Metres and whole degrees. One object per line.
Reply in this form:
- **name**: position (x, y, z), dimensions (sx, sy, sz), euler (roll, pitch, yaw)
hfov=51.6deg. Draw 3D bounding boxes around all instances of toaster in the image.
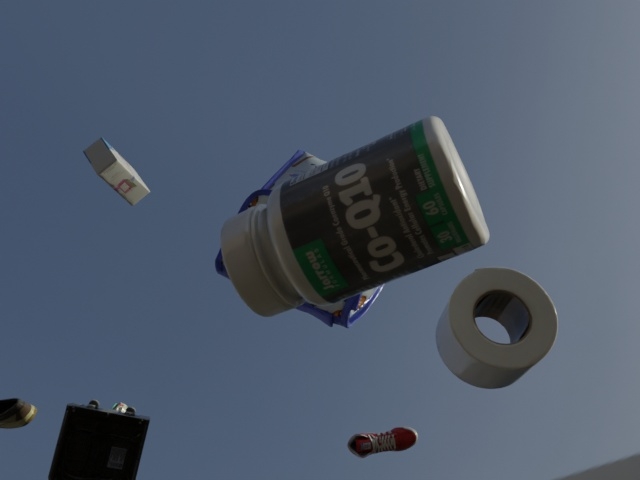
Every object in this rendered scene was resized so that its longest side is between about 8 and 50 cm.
- **toaster**: position (-0.441, 0.425, 1.334), dimensions (0.168, 0.110, 0.185), euler (13, -98, -9)

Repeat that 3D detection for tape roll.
- **tape roll**: position (0.401, 0.205, 1.534), dimensions (0.246, 0.246, 0.169), euler (-6, -27, -4)

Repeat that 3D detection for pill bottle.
- **pill bottle**: position (0.047, -0.023, 0.992), dimensions (0.361, 0.204, 0.204), euler (-23, -61, 18)

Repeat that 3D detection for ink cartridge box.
- **ink cartridge box**: position (-0.415, -0.139, 1.352), dimensions (0.052, 0.088, 0.122), euler (-39, -35, -4)

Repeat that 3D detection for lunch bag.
- **lunch bag**: position (0.000, 0.000, 1.465), dimensions (0.328, 0.385, 0.238), euler (22, -46, 18)

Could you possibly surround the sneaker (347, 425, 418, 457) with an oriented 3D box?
- **sneaker**: position (0.103, 0.346, 1.134), dimensions (0.118, 0.042, 0.067), euler (-17, -16, 28)

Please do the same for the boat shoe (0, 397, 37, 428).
- **boat shoe**: position (-0.553, 0.292, 1.118), dimensions (0.152, 0.056, 0.049), euler (-15, -59, 13)

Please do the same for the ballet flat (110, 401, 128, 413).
- **ballet flat**: position (-0.534, 0.506, 1.674), dimensions (0.077, 0.091, 0.241), euler (34, -58, -2)
